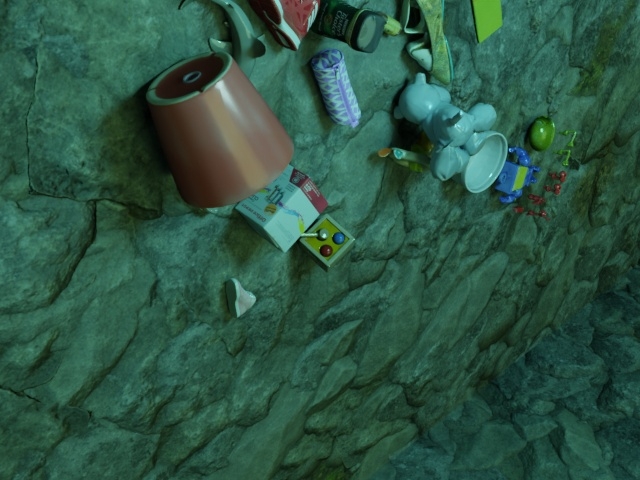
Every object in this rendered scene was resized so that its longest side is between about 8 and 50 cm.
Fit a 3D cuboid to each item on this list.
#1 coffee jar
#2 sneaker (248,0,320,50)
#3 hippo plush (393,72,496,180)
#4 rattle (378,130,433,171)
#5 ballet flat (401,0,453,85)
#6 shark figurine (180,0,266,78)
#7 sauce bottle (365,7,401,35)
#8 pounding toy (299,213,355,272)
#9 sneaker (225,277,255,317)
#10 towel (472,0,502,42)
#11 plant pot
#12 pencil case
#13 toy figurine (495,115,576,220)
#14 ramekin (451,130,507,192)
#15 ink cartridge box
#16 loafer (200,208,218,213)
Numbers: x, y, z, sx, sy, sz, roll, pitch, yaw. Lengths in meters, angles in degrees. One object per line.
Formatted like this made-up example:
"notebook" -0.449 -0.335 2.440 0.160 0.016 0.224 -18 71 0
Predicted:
"coffee jar" 0.063 -0.500 1.775 0.079 0.184 0.096 1 115 -47
"sneaker" -0.078 -0.537 1.702 0.128 0.087 0.221 -57 155 -12
"hippo plush" 0.313 -0.319 2.137 0.294 0.236 0.234 -16 138 -53
"rattle" 0.259 -0.280 2.212 0.200 0.130 0.142 20 99 -38
"ballet flat" 0.277 -0.553 2.039 0.123 0.123 0.348 -39 139 -20
"shark figurine" -0.169 -0.439 1.636 0.166 0.116 0.278 -42 142 -19
"sauce bottle" 0.156 -0.558 1.951 0.128 0.042 0.042 12 107 -47
"pounding toy" 0.000 0.000 2.123 0.130 0.141 0.100 -45 169 -14
"sneaker" -0.212 0.142 2.056 0.070 0.051 0.134 -30 138 -31
"towel" 0.474 -0.692 2.209 0.102 0.021 0.237 -39 140 -12
"plant pot" -0.224 -0.245 1.616 0.275 0.275 0.243 -40 129 -19
"pencil case" 0.043 -0.382 1.919 0.086 0.088 0.206 -42 141 -14
"toy figurine" 0.710 -0.240 2.655 0.217 0.191 0.362 -8 121 -38
"ramekin" 0.492 -0.266 2.458 0.207 0.109 0.207 -26 132 -32
"ink cartridge box" -0.099 -0.086 1.947 0.176 0.128 0.127 -49 141 -9
"loafer" -0.288 -0.101 1.817 0.125 0.039 0.045 44 49 -54
